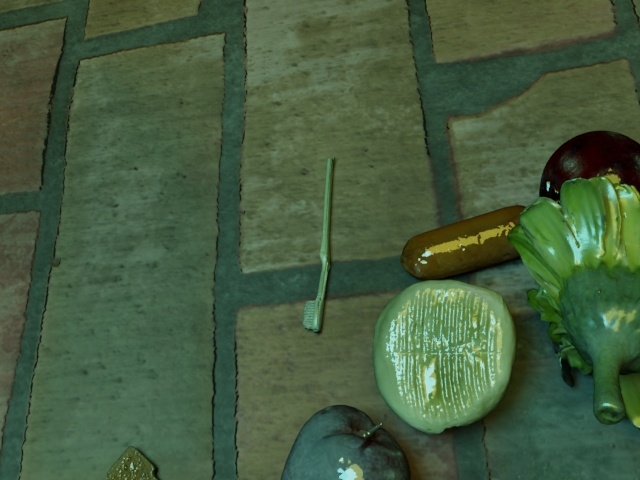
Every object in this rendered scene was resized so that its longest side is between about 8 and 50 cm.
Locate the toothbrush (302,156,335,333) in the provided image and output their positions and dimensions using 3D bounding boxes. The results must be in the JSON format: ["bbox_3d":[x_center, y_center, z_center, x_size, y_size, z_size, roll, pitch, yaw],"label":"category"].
[{"bbox_3d":[0.006,0.000,1.070,0.028,0.026,0.294,2,65,15],"label":"toothbrush"}]

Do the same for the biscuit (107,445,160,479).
[{"bbox_3d":[-0.256,0.347,0.965,0.120,0.019,0.129,-8,63,10],"label":"biscuit"}]

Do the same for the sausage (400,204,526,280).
[{"bbox_3d":[0.208,0.006,0.991,0.198,0.076,0.076,-16,62,5],"label":"sausage"}]

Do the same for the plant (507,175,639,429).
[{"bbox_3d":[0.331,0.109,0.802,0.306,0.261,0.297,27,64,11],"label":"plant"}]

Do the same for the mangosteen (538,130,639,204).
[{"bbox_3d":[0.389,-0.056,0.934,0.200,0.200,0.199,-5,63,11],"label":"mangosteen"}]

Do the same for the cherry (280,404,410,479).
[{"bbox_3d":[0.028,0.291,0.853,0.176,0.140,0.176,-38,38,38],"label":"cherry"}]

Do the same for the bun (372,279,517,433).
[{"bbox_3d":[0.159,0.149,0.907,0.179,0.128,0.193,-1,76,13],"label":"bun"}]
